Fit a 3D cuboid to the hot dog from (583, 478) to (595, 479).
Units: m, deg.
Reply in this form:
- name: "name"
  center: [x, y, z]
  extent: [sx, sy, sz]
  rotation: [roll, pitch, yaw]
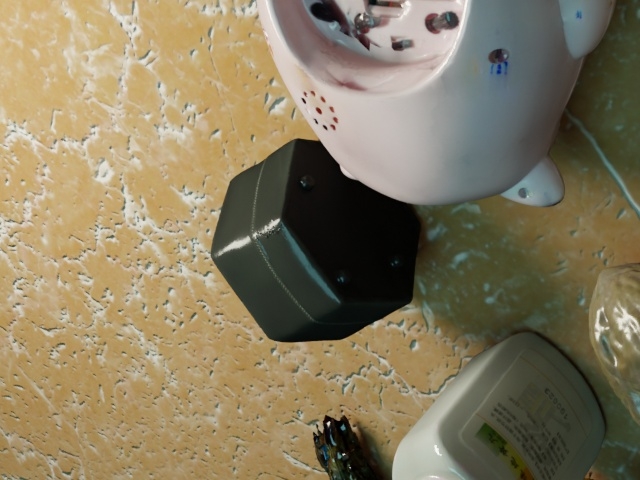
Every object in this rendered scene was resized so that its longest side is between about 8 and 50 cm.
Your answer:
- name: "hot dog"
  center: [0.249, 0.313, 1.624]
  extent: [0.215, 0.066, 0.047]
  rotation: [2, 146, 32]

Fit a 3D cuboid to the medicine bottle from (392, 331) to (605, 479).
- name: "medicine bottle"
  center: [0.186, 0.249, 1.446]
  extent: [0.124, 0.324, 0.179]
  rotation: [-33, 96, 42]

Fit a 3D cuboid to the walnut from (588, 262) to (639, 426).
- name: "walnut"
  center: [0.369, 0.116, 1.351]
  extent: [0.230, 0.178, 0.178]
  rotation: [49, 133, 13]

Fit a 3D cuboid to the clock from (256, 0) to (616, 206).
- name: "clock"
  center: [0.101, -0.208, 1.273]
  extent: [0.368, 0.250, 0.377]
  rotation: [10, 122, 30]

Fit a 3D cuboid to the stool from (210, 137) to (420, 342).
- name: "stool"
  center: [0.000, 0.000, 1.498]
  extent: [0.141, 0.232, 0.232]
  rotation: [-30, 98, 40]

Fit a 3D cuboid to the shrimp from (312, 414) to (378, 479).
- name: "shrimp"
  center: [0.107, 0.344, 1.741]
  extent: [0.222, 0.054, 0.290]
  rotation: [-15, 111, 41]
